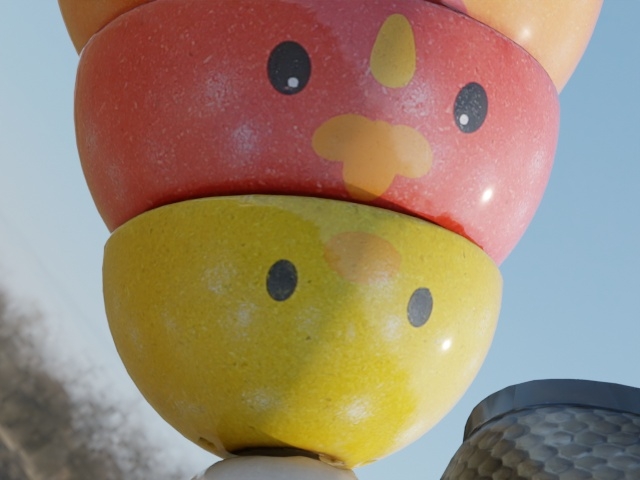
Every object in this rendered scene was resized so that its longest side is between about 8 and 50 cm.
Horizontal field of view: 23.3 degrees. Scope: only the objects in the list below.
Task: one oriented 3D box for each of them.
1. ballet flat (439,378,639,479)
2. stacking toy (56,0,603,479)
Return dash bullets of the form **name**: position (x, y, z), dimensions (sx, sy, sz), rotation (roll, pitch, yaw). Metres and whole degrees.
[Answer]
- **ballet flat**: position (0.143, 0.076, 0.312), dimensions (0.250, 0.058, 0.084), rotation (7, -45, 14)
- **stacking toy**: position (0.000, 0.000, 0.823), dimensions (0.350, 0.350, 0.480), rotation (95, -3, -70)
